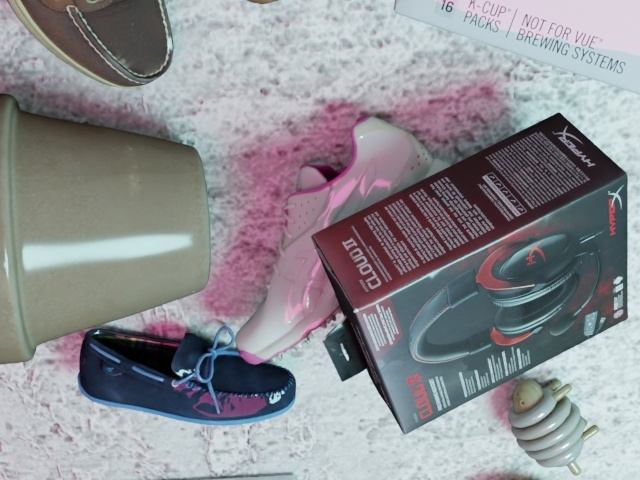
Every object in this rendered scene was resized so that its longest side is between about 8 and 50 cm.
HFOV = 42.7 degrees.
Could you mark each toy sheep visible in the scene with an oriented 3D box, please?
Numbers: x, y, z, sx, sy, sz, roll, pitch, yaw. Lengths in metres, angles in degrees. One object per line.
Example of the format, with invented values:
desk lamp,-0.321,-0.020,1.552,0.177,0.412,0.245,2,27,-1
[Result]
toy sheep,0.270,0.219,0.958,0.091,0.091,0.132,-34,91,18

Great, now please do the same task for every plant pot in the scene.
plant pot,-0.231,-0.019,0.807,0.229,0.263,0.263,-5,116,-14

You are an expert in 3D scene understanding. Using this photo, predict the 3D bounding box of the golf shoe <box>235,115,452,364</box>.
golf shoe,0.000,0.000,0.865,0.140,0.115,0.306,43,103,-7

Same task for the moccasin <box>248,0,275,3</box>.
moccasin,-0.112,-0.379,0.669,0.147,0.139,0.380,-12,119,24

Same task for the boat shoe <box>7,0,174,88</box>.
boat shoe,-0.193,-0.245,0.668,0.123,0.123,0.342,23,154,30

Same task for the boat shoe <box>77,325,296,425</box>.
boat shoe,-0.157,0.152,0.940,0.258,0.109,0.089,3,112,0

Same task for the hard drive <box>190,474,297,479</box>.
hard drive,-0.173,0.410,1.099,0.308,0.040,0.203,-5,115,5

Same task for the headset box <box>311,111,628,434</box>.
headset box,0.139,0.045,0.787,0.293,0.110,0.218,-26,135,-5

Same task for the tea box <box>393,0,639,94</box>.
tea box,0.266,-0.288,0.617,0.329,0.220,0.323,20,115,3
